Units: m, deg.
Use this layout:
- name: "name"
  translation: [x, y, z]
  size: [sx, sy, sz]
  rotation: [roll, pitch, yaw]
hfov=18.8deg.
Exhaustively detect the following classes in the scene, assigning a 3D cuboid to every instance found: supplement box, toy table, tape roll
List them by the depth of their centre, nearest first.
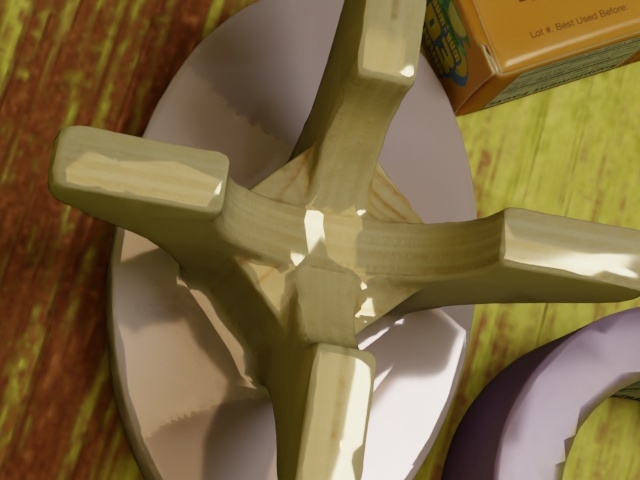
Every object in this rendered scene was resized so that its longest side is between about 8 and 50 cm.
- name: "toy table"
  translation: [0.000, 0.000, 0.854]
  size: [0.252, 0.161, 0.274]
  rotation: [-1, 78, -14]
- name: "tape roll"
  translation: [0.156, 0.129, 0.912]
  size: [0.189, 0.080, 0.189]
  rotation: [3, 77, -15]
- name: "supplement box"
  translation: [0.163, -0.136, 0.978]
  size: [0.233, 0.080, 0.078]
  rotation: [-17, 81, -20]
